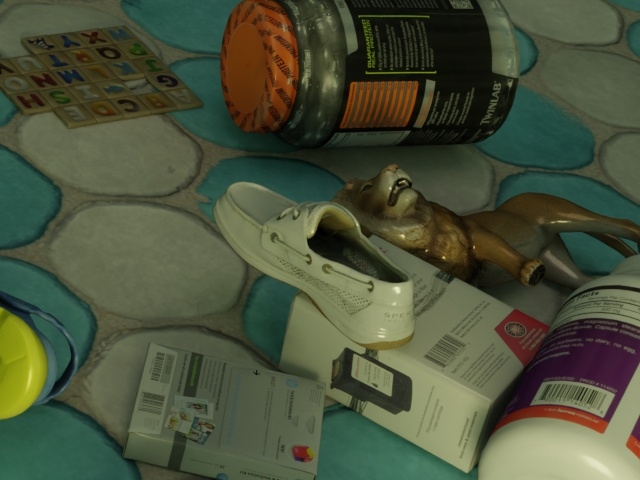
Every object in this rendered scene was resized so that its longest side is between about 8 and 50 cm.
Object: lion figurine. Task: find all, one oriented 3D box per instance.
[{"bbox_3d":[0.206,0.004,2.145,0.392,0.142,0.240,0,26,-47],"label":"lion figurine"}]

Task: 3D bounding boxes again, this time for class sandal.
[{"bbox_3d":[-0.354,0.080,1.806,0.317,0.126,0.138,34,11,30],"label":"sandal"}]

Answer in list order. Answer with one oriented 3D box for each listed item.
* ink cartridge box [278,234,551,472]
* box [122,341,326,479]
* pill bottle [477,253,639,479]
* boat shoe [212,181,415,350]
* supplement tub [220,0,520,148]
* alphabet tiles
[{"bbox_3d":[0.101,0.113,1.939,0.237,0.100,0.172,28,35,19],"label":"ink cartridge box"},{"bbox_3d":[-0.092,0.176,1.827,0.186,0.038,0.145,12,34,-4],"label":"box"},{"bbox_3d":[0.291,0.159,1.836,0.181,0.181,0.323,24,46,13],"label":"pill bottle"},{"bbox_3d":[0.000,0.000,1.890,0.098,0.096,0.277,-23,46,-41],"label":"boat shoe"},{"bbox_3d":[0.060,-0.219,2.312,0.338,0.207,0.207,-2,38,-27],"label":"supplement tub"},{"bbox_3d":[-0.296,-0.207,2.325,0.237,0.009,0.198,-12,43,-36],"label":"alphabet tiles"}]
